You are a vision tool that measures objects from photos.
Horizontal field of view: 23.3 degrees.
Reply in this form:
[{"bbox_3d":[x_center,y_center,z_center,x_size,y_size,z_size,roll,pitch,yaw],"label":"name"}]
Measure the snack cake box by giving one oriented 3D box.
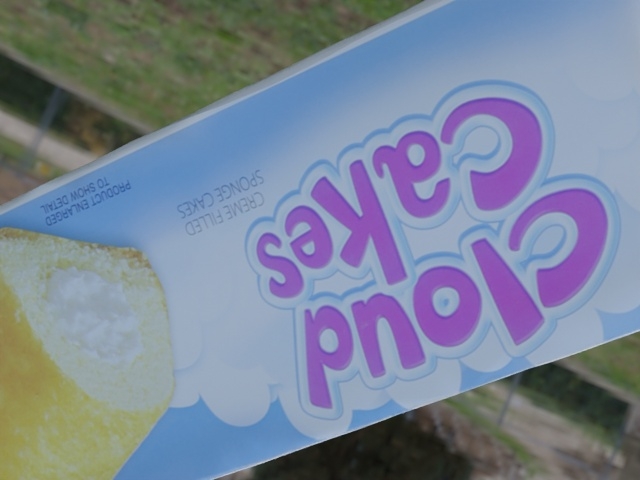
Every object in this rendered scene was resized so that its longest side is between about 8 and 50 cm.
[{"bbox_3d":[0.000,0.000,0.442,0.264,0.089,0.152,-23,-179,26],"label":"snack cake box"}]
